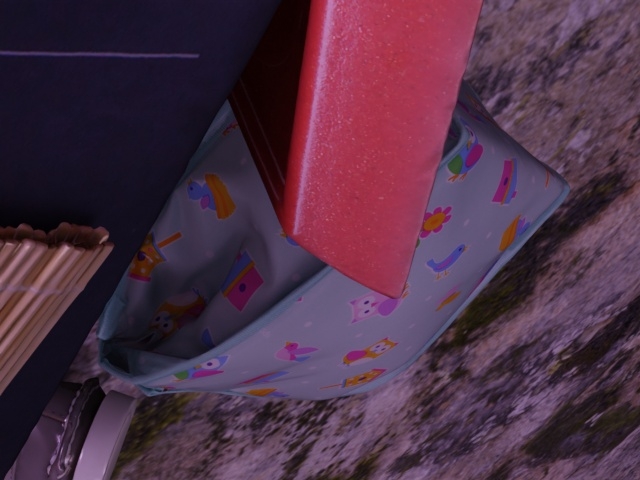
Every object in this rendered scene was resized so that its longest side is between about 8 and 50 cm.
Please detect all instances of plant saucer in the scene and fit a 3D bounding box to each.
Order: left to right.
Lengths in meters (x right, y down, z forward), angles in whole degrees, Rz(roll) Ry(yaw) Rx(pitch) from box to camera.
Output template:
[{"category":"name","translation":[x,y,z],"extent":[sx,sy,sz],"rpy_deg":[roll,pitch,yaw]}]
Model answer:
[{"category":"plant saucer","translation":[-0.018,-0.141,0.550],"extent":[0.047,0.259,0.258],"rpy_deg":[-13,147,-16]}]

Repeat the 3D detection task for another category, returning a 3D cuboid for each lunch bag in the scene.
[{"category":"lunch bag","translation":[0.000,0.000,0.893],"extent":[0.262,0.160,0.223],"rpy_deg":[-46,156,14]}]

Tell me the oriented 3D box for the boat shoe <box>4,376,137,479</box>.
[{"category":"boat shoe","translation":[-0.209,0.191,1.026],"extent":[0.305,0.091,0.109],"rpy_deg":[116,-7,-49]}]

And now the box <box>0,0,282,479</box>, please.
[{"category":"box","translation":[-0.248,-0.017,0.501],"extent":[0.293,0.212,0.395],"rpy_deg":[-6,141,-46]}]

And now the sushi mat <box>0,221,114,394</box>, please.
[{"category":"sushi mat","translation":[-0.206,0.106,0.489],"extent":[0.151,0.019,0.316],"rpy_deg":[4,132,-52]}]
